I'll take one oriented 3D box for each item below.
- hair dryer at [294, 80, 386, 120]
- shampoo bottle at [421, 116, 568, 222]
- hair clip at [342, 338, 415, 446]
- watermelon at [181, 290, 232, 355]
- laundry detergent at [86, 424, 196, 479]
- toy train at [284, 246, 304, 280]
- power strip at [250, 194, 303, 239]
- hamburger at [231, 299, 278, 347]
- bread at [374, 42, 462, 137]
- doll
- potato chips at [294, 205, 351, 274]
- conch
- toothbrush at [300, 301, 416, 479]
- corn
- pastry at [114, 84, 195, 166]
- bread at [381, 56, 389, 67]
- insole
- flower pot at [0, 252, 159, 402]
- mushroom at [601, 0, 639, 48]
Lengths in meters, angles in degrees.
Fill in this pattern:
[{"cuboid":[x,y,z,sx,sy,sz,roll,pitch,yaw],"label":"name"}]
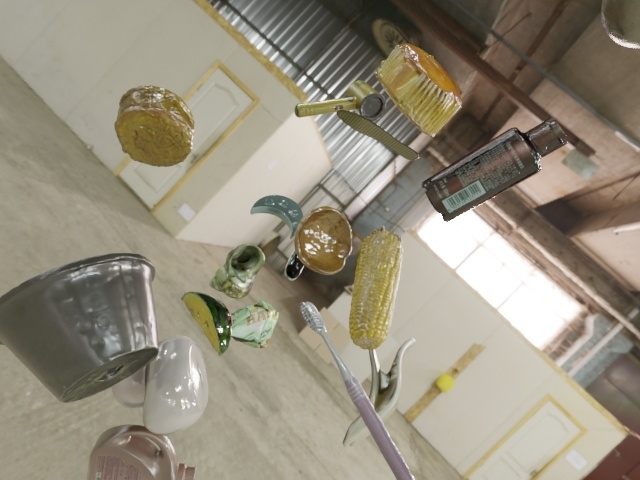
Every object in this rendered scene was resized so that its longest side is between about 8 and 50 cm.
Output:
[{"cuboid":[0.051,-0.428,1.286,0.135,0.278,0.090,-118,-159,-45],"label":"hair dryer"},{"cuboid":[0.416,-0.174,0.999,0.129,0.323,0.084,59,23,3],"label":"shampoo bottle"},{"cuboid":[0.148,0.365,0.999,0.113,0.282,0.172,11,-25,15],"label":"hair clip"},{"cuboid":[-0.428,0.287,1.569,0.301,0.129,0.123,44,6,28],"label":"watermelon"},{"cuboid":[-0.411,0.516,0.970,0.237,0.171,0.076,10,14,-10],"label":"laundry detergent"},{"cuboid":[-0.069,0.052,1.310,0.052,0.051,0.234,35,40,-8],"label":"toy train"},{"cuboid":[-0.127,-0.088,1.442,0.216,0.137,0.044,30,-37,9],"label":"power strip"},{"cuboid":[-0.310,0.376,1.874,0.235,0.214,0.125,-2,-40,28],"label":"hamburger"},{"cuboid":[0.199,-0.311,0.829,0.132,0.114,0.191,10,41,-46],"label":"bread"},{"cuboid":[-0.379,0.332,0.953,0.221,0.221,0.251,43,8,-30],"label":"doll"},{"cuboid":[0.001,0.000,1.158,0.208,0.196,0.061,-10,13,-37],"label":"potato chips"},{"cuboid":[-0.286,0.102,1.401,0.124,0.181,0.187,19,-45,40],"label":"conch"},{"cuboid":[0.058,0.236,0.600,0.354,0.024,0.029,57,14,25],"label":"toothbrush"},{"cuboid":[0.125,0.103,0.932,0.106,0.106,0.305,43,43,-28],"label":"corn"},{"cuboid":[-0.398,-0.272,0.997,0.188,0.188,0.103,41,36,-45],"label":"pastry"},{"cuboid":[0.313,-0.708,1.698,0.125,0.082,0.106,9,-60,53],"label":"bread"},{"cuboid":[0.153,-0.273,1.075,0.253,0.005,0.086,26,-10,-16],"label":"insole"},{"cuboid":[-0.384,0.158,0.695,0.166,0.269,0.269,58,7,17],"label":"flower pot"},{"cuboid":[0.599,-0.441,0.777,0.188,0.117,0.141,35,29,-33],"label":"mushroom"}]
